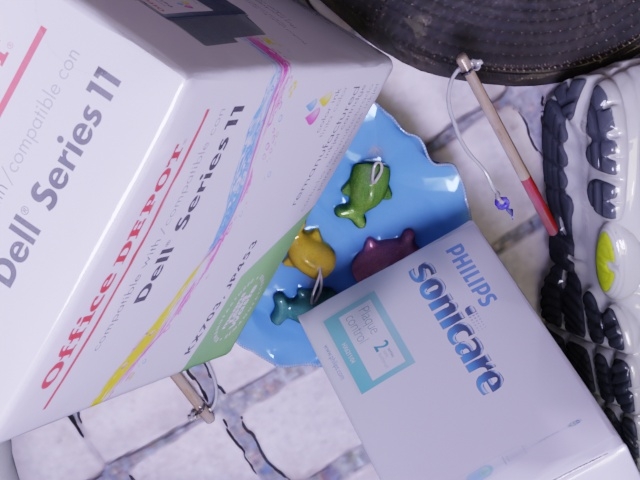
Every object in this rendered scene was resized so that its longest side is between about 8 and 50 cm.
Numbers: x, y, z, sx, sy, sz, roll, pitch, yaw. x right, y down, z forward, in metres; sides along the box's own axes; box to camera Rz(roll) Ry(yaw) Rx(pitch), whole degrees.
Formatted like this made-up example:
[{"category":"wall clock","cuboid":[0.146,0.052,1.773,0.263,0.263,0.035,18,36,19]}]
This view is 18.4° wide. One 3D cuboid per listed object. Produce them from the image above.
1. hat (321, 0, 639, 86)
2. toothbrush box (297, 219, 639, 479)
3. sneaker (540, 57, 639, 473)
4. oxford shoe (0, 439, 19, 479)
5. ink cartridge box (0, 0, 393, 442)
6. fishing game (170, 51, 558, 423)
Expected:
[{"category":"hat","cuboid":[0.121,-0.215,1.059,0.331,0.134,0.331,-5,114,-12]},{"category":"toothbrush box","cuboid":[0.125,0.169,1.156,0.126,0.216,0.295,-29,130,0]},{"category":"sneaker","cuboid":[0.204,0.021,1.206,0.110,0.107,0.275,-12,118,-21]},{"category":"oxford shoe","cuboid":[-0.241,0.111,1.129,0.169,0.130,0.449,1,108,28]},{"category":"ink cartridge box","cuboid":[-0.112,-0.026,0.960,0.119,0.353,0.207,34,107,14]},{"category":"fishing game","cuboid":[0.000,0.000,1.165,0.264,0.041,0.189,-26,119,8]}]
